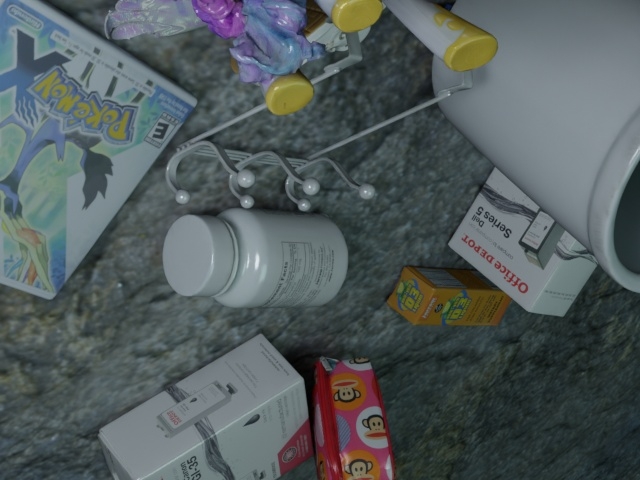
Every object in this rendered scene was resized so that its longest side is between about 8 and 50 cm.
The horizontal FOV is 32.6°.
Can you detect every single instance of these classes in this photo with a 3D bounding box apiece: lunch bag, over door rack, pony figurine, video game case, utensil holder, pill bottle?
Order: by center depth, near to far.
[{"bbox_3d":[-0.042,-0.289,1.063,0.350,0.364,0.303,-16,143,-13],"label":"pony figurine"},{"bbox_3d":[-0.324,-0.099,1.161,0.300,0.036,0.329,-52,143,7],"label":"video game case"},{"bbox_3d":[0.004,-0.124,1.298,0.324,0.108,0.239,-34,157,34],"label":"over door rack"},{"bbox_3d":[0.370,-0.175,1.393,0.327,0.385,0.328,-18,133,-21],"label":"utensil holder"},{"bbox_3d":[-0.085,0.023,1.427,0.229,0.131,0.131,3,121,-45],"label":"pill bottle"},{"bbox_3d":[0.047,0.313,1.733,0.120,0.258,0.293,-6,146,-4],"label":"lunch bag"}]

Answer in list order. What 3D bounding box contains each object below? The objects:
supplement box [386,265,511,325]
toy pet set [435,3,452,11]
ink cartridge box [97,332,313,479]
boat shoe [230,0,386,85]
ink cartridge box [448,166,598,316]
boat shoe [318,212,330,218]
[{"bbox_3d":[0.221,0.096,1.836,0.233,0.080,0.078,5,117,-44],"label":"supplement box"},{"bbox_3d":[0.147,-0.343,1.399,0.114,0.065,0.122,-55,168,-59],"label":"toy pet set"},{"bbox_3d":[-0.161,0.300,1.615,0.283,0.117,0.207,-30,140,-22],"label":"ink cartridge box"},{"bbox_3d":[0.019,-0.264,1.289,0.277,0.098,0.096,-41,138,-8],"label":"boat shoe"},{"bbox_3d":[0.362,-0.044,1.744,0.114,0.198,0.273,10,116,-48],"label":"ink cartridge box"},{"bbox_3d":[0.000,0.000,1.575,0.035,0.035,0.100,-45,150,-52],"label":"boat shoe"}]
